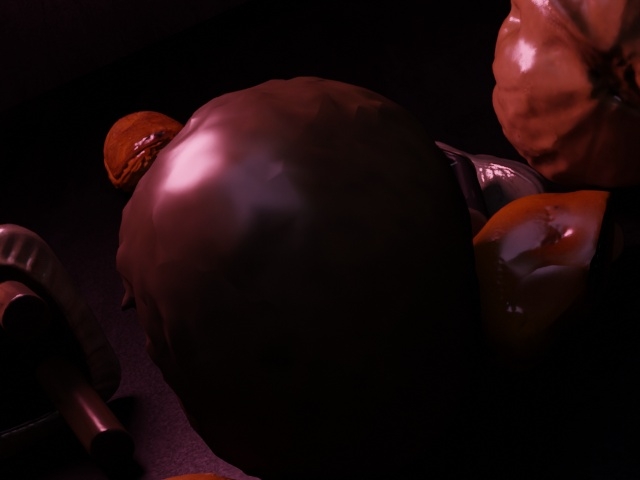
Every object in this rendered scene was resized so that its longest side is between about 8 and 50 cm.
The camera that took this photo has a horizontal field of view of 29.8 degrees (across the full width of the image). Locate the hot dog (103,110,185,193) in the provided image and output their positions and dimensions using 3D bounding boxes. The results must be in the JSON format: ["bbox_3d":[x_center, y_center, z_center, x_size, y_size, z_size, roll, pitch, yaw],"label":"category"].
[{"bbox_3d":[-0.344,-0.183,2.417,0.196,0.122,0.272,-29,20,-14],"label":"hot dog"}]

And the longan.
[{"bbox_3d":[-0.024,0.042,1.271,0.404,0.404,0.436,-15,53,20],"label":"longan"}]

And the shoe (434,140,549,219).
[{"bbox_3d":[0.237,-0.073,1.698,0.100,0.103,0.251,11,12,-43],"label":"shoe"}]

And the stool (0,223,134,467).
[{"bbox_3d":[-0.426,0.183,1.528,0.310,0.310,0.226,-30,25,-6],"label":"stool"}]

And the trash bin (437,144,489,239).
[{"bbox_3d":[0.081,-0.001,1.585,0.290,0.182,0.209,-25,29,13],"label":"trash bin"}]

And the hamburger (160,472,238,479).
[{"bbox_3d":[-0.091,0.295,1.209,0.262,0.124,0.131,7,39,48],"label":"hamburger"}]

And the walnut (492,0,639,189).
[{"bbox_3d":[0.392,-0.241,1.598,0.383,0.384,0.383,-20,25,10],"label":"walnut"}]

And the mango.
[{"bbox_3d":[0.245,0.046,1.383,0.166,0.136,0.236,3,48,26],"label":"mango"}]

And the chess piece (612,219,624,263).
[{"bbox_3d":[0.299,-0.001,1.527,0.172,0.060,0.060,2,36,49],"label":"chess piece"}]
